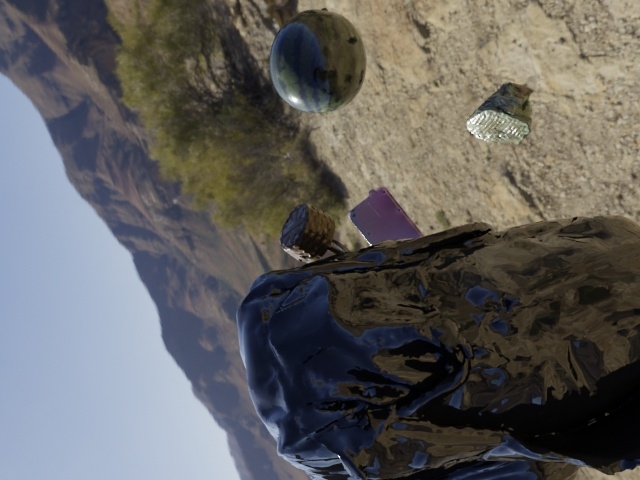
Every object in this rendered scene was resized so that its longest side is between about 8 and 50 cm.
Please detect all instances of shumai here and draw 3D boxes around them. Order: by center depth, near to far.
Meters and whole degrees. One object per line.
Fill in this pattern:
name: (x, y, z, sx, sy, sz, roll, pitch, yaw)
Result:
shumai: (0.500, -0.370, 1.556, 0.184, 0.184, 0.142, 102, -176, -68)

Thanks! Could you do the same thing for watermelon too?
watermelon: (-0.005, -0.376, 1.174, 0.212, 0.212, 0.212, 60, 166, 27)

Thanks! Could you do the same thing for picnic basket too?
picnic basket: (0.000, 0.000, 0.663, 0.083, 0.072, 0.072, 24, -169, -30)

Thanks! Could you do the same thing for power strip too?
power strip: (0.181, 0.007, 1.260, 0.279, 0.109, 0.037, 50, -172, -8)

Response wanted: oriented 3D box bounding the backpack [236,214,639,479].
backpack: (0.162, 0.128, 0.567, 0.363, 0.445, 0.255, 63, -169, -57)
